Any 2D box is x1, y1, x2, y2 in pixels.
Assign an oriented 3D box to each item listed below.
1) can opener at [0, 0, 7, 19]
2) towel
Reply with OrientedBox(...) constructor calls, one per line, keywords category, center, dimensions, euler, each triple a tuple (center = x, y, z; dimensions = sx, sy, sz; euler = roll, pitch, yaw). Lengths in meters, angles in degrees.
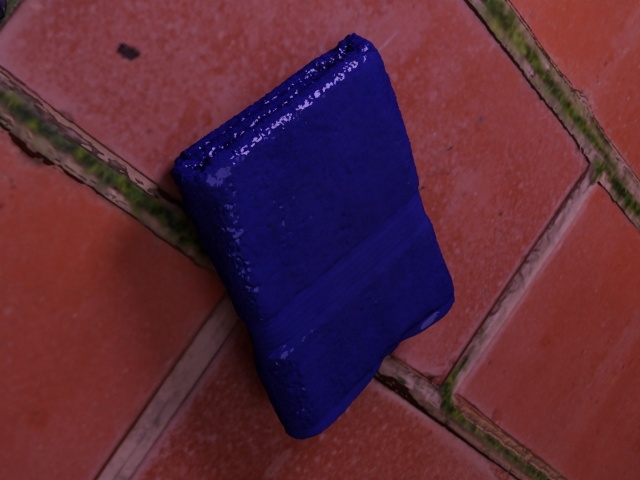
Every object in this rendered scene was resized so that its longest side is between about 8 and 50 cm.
OrientedBox(category="can opener", center=(-0.261, -0.210, 0.660), dimensions=(0.059, 0.073, 0.186), euler=(-49, 124, 1))
OrientedBox(category="towel", center=(0.000, 0.000, 0.966), dimensions=(0.227, 0.076, 0.308), euler=(-40, 130, -27))
